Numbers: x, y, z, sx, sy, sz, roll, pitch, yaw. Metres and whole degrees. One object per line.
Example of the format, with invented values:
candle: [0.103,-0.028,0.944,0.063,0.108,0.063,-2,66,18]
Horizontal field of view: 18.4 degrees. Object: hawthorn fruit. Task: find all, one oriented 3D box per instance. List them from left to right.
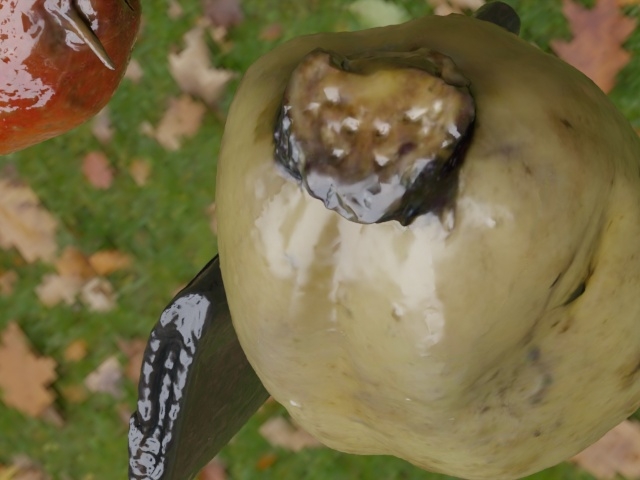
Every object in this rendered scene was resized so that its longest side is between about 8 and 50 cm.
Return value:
hawthorn fruit: [-0.229,-0.171,1.549,0.262,0.210,0.210,7,123,50]

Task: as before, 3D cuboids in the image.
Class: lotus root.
lotus root: [0.044,0.002,0.652,0.154,0.140,0.257,5,160,13]

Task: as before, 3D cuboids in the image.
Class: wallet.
wallet: [0.000,0.000,1.058,0.044,0.321,0.170,33,136,13]
